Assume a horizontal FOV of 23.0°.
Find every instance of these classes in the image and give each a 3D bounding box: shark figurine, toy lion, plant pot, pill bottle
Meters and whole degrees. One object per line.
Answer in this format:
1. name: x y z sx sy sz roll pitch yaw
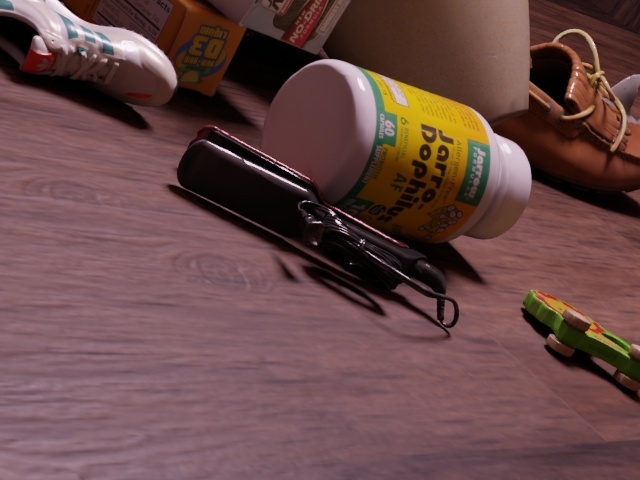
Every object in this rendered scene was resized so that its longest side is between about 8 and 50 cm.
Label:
1. shark figurine: 0.381 -0.165 2.005 0.278 0.116 0.166 8 30 -45
2. toy lion: 0.210 0.073 1.251 0.100 0.034 0.096 28 11 -10
3. plant pot: 0.093 -0.230 1.477 0.256 0.256 0.274 -17 88 -66
4. pill bottle: 0.066 -0.062 1.235 0.208 0.117 0.117 15 24 -41

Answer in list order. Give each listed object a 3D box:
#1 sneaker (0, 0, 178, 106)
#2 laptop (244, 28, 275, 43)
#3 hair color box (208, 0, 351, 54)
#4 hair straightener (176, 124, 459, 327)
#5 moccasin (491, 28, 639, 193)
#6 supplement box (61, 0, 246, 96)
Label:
1. sneaker: -0.186 -0.134 1.158 0.161 0.057 0.075 30 35 -6
2. laptop: -0.103 -0.319 1.605 0.234 0.136 0.264 44 8 37
3. hair color box: -0.100 -0.341 1.359 0.374 0.185 0.113 43 17 32
4. hair straightener: 0.000 0.000 1.108 0.230 0.047 0.089 34 18 -5
5. moccasin: 0.247 -0.158 1.715 0.380 0.147 0.139 21 20 -26
6. supplement box: -0.166 -0.215 1.342 0.078 0.080 0.233 6 32 -51
